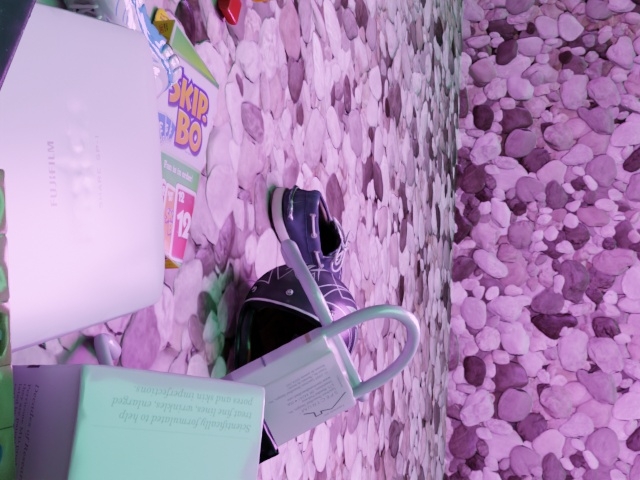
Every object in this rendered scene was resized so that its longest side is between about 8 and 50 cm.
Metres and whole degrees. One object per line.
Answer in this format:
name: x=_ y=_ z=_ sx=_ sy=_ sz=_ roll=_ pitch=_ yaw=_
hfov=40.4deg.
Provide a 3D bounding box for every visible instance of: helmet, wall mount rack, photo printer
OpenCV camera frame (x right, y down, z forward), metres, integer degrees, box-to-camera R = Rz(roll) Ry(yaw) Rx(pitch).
helmet: x=-0.028 y=0.109 z=1.122 sx=0.169 sy=0.169 sz=0.162 roll=-3 pitch=108 yaw=-71
wall mount rack: x=-0.065 y=0.162 z=0.893 sx=0.130 sy=0.350 sz=0.304 roll=59 pitch=-6 yaw=46
photo printer: x=-0.227 y=-0.048 z=0.618 sx=0.307 sy=0.107 sz=0.256 roll=-14 pitch=102 yaw=-71

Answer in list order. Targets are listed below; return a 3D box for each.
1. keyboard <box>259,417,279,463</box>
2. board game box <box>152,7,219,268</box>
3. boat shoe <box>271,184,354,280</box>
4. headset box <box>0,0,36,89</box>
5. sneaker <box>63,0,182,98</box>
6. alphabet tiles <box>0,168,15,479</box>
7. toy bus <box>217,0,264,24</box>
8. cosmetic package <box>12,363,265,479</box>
keyboard: x=-0.135 y=0.209 z=0.791 sx=0.038 sy=0.192 sz=0.100 roll=-126 pitch=-167 yaw=-69
board game box: x=-0.162 y=-0.112 z=0.931 sx=0.124 sy=0.039 sz=0.259 roll=57 pitch=35 yaw=-59
boat shoe: x=0.000 y=0.000 z=1.330 sx=0.254 sy=0.079 sz=0.095 roll=66 pitch=30 yaw=-50
headset box: x=-0.272 y=-0.054 z=0.318 sx=0.246 sy=0.131 sz=0.283 roll=32 pitch=56 yaw=-38
sneaker: x=-0.194 y=-0.183 z=0.789 sx=0.083 sy=0.071 sz=0.191 roll=-64 pitch=146 yaw=-25
alphabet tiles: x=-0.274 y=0.066 z=0.445 sx=0.237 sy=0.009 sz=0.198 roll=-7 pitch=103 yaw=-43
toy bus: x=-0.075 y=-0.384 z=1.081 sx=0.202 sy=0.104 sz=0.191 roll=-64 pitch=148 yaw=-53
cosmetic package: x=-0.157 y=0.172 z=0.630 sx=0.151 sy=0.183 sz=0.152 roll=15 pitch=73 yaw=-40
